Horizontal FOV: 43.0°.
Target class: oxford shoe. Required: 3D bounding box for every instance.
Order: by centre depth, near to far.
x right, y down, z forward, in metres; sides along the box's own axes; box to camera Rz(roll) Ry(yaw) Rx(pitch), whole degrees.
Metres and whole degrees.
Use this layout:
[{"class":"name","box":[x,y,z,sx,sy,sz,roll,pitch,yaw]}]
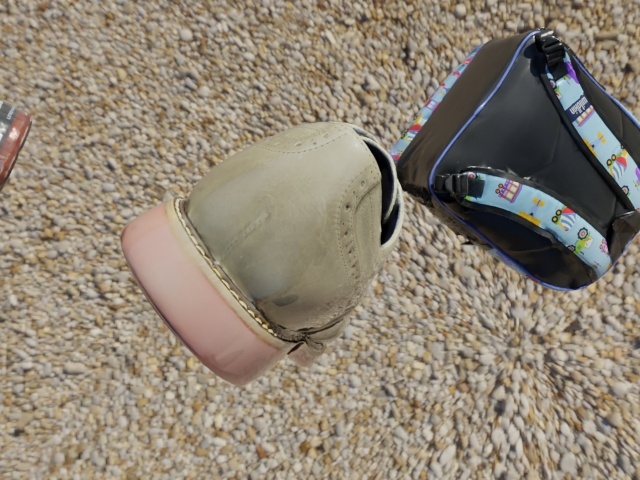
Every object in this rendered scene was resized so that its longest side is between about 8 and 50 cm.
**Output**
[{"class":"oxford shoe","box":[0.000,0.000,0.571,0.146,0.397,0.140,-38,90,5]}]

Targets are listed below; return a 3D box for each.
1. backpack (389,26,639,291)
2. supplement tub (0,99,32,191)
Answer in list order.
[{"class":"backpack","box":[0.163,-0.053,0.622,0.173,0.117,0.158,36,87,-20]},{"class":"supplement tub","box":[-0.404,-0.123,0.817,0.198,0.106,0.106,25,89,-23]}]
